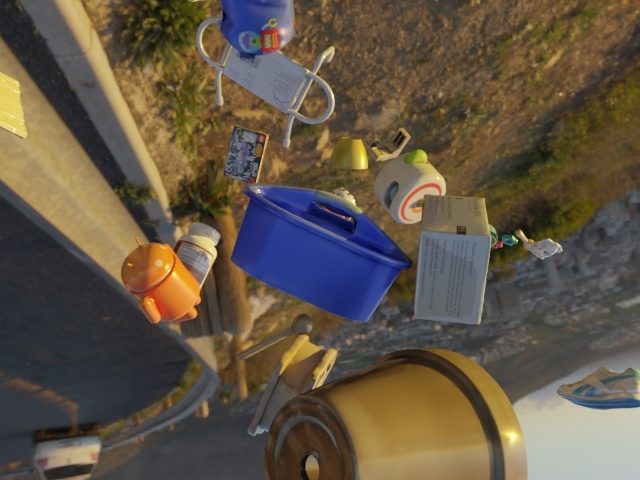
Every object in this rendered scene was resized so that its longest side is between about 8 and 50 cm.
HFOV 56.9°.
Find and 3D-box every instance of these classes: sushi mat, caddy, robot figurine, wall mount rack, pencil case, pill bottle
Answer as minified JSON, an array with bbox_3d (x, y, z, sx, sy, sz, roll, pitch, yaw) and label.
[{"bbox_3d":[-0.635,-0.293,0.996,0.019,0.151,0.316,-27,157,13],"label":"sushi mat"},{"bbox_3d":[0.000,0.000,1.094,0.341,0.179,0.241,25,-169,-5],"label":"caddy"},{"bbox_3d":[-0.357,0.095,1.321,0.128,0.158,0.219,19,149,45],"label":"robot figurine"},{"bbox_3d":[-0.128,-0.368,1.380,0.350,0.130,0.304,33,127,0],"label":"wall mount rack"},{"bbox_3d":[-0.111,-0.441,0.920,0.133,0.119,0.306,-8,139,-6],"label":"pencil case"},{"bbox_3d":[-0.370,0.062,1.679,0.121,0.216,0.121,19,156,8],"label":"pill bottle"}]

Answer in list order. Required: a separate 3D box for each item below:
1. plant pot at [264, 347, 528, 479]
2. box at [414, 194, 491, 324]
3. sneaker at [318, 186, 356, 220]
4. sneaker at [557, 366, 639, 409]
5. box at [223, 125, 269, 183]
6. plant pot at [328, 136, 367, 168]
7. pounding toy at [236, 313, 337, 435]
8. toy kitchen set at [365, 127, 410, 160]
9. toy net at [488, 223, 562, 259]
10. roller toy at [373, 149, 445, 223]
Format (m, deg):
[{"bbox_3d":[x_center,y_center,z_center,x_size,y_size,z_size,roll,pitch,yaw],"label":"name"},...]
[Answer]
[{"bbox_3d":[0.084,0.318,0.854,0.280,0.323,0.323,9,154,-41],"label":"plant pot"},{"bbox_3d":[0.240,0.030,1.091,0.119,0.181,0.181,4,-154,9],"label":"box"},{"bbox_3d":[-0.016,-0.006,1.555,0.162,0.106,0.281,-30,148,-42],"label":"sneaker"},{"bbox_3d":[0.726,0.383,1.534,0.087,0.092,0.229,30,151,-26],"label":"sneaker"},{"bbox_3d":[-0.199,-0.228,1.577,0.094,0.137,0.027,16,-165,5],"label":"box"},{"bbox_3d":[0.099,-0.301,2.012,0.134,0.095,0.134,5,-165,-1],"label":"plant pot"},{"bbox_3d":[-0.071,0.249,1.118,0.155,0.269,0.154,26,-170,12],"label":"pounding toy"},{"bbox_3d":[0.162,-0.252,1.485,0.083,0.068,0.075,-17,151,-41],"label":"toy kitchen set"},{"bbox_3d":[0.501,0.015,1.534,0.232,0.045,0.122,17,155,8],"label":"toy net"},{"bbox_3d":[0.272,-0.150,1.775,0.191,0.146,0.209,-37,143,3],"label":"roller toy"}]
